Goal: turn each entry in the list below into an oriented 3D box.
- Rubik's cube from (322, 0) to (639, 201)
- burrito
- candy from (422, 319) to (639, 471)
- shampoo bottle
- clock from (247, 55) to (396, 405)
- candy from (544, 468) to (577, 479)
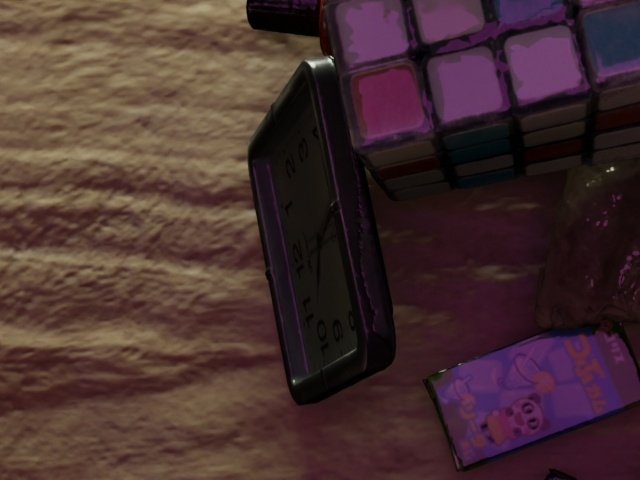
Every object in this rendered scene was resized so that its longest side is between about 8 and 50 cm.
[{"bbox_3d":[0.141,-0.194,1.120,0.253,0.256,0.259,-11,80,8],"label":"Rubik's cube"},{"bbox_3d":[0.310,-0.064,1.241,0.175,0.107,0.348,18,70,12],"label":"burrito"},{"bbox_3d":[0.204,0.142,1.258,0.194,0.062,0.097,-21,77,3],"label":"candy"},{"bbox_3d":[0.065,-0.227,1.319,0.278,0.104,0.104,7,81,8],"label":"shampoo bottle"},{"bbox_3d":[0.001,0.000,1.207,0.049,0.279,0.273,-7,79,-16],"label":"clock"},{"bbox_3d":[0.170,0.363,1.223,0.088,0.061,0.312,32,86,10],"label":"candy"}]
